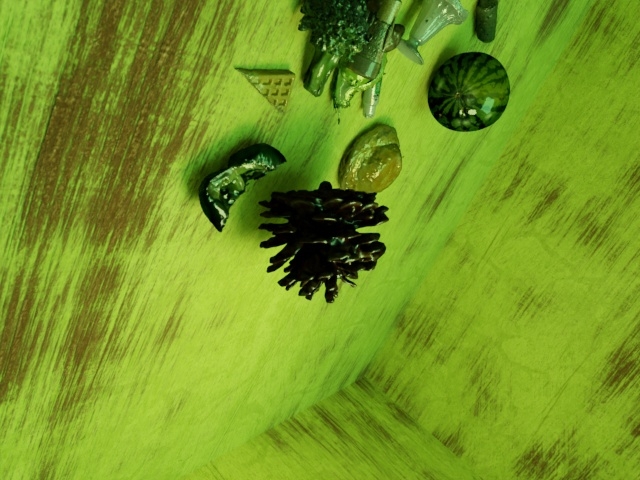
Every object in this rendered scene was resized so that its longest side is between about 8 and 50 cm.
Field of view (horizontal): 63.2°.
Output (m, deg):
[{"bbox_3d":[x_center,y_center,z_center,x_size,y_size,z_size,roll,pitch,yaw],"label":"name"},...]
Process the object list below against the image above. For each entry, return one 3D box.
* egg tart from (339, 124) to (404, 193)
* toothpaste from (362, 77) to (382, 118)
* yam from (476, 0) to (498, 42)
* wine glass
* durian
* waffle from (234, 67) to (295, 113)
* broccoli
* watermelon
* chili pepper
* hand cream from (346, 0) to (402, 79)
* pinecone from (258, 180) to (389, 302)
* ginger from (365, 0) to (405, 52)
[{"bbox_3d":[0.199,-0.260,1.850,0.319,0.128,0.319,-39,153,-25],"label":"egg tart"},{"bbox_3d":[0.167,-0.522,1.571,0.058,0.056,0.314,-91,-174,-50],"label":"toothpaste"},{"bbox_3d":[0.605,-0.804,1.893,0.078,0.078,0.179,-50,155,-6],"label":"yam"},{"bbox_3d":[0.320,-0.640,1.550,0.196,0.165,0.165,-53,154,8],"label":"wine glass"},{"bbox_3d":[0.114,-0.495,1.453,0.132,0.107,0.375,-6,124,-49],"label":"durian"},{"bbox_3d":[-0.146,-0.363,1.283,0.191,0.032,0.125,-20,141,-45],"label":"waffle"},{"bbox_3d":[0.020,-0.508,1.299,0.275,0.177,0.198,136,-34,-68],"label":"broccoli"},{"bbox_3d":[0.539,-0.534,1.886,0.285,0.285,0.285,-38,150,-27],"label":"watermelon"},{"bbox_3d":[-0.213,-0.164,1.346,0.264,0.116,0.148,-43,141,-20],"label":"chili pepper"},{"bbox_3d":[0.142,-0.506,1.292,0.084,0.084,0.203,-7,128,-55],"label":"hand cream"},{"bbox_3d":[0.000,0.000,1.524,0.398,0.398,0.397,-38,150,-27],"label":"pinecone"},{"bbox_3d":[0.142,-0.585,1.337,0.104,0.080,0.204,-29,109,-1],"label":"ginger"}]
